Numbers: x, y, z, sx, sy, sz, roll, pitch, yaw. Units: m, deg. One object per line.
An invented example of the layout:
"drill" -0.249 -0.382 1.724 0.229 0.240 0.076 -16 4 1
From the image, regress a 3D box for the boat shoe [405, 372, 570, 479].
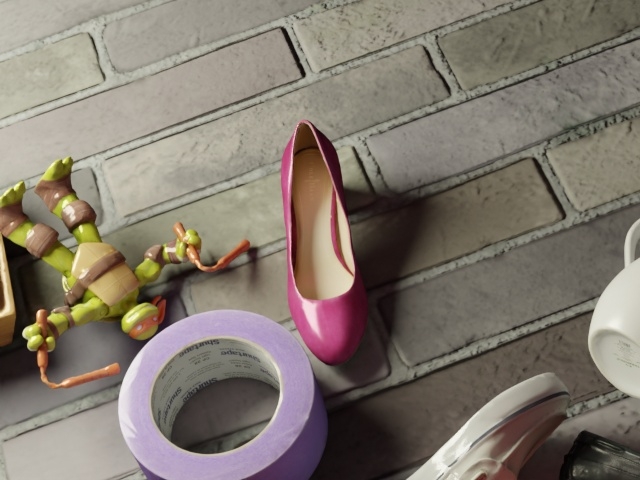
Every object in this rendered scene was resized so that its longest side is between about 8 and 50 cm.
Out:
"boat shoe" 0.133 0.229 1.374 0.267 0.096 0.088 -37 61 -13

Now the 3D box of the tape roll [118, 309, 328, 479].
"tape roll" -0.091 0.165 1.471 0.189 0.080 0.189 -5 56 7

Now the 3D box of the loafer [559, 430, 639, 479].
"loafer" 0.320 0.218 1.352 0.223 0.076 0.078 12 67 23

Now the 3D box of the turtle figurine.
"turtle figurine" -0.221 0.021 1.576 0.269 0.087 0.217 -37 82 -28

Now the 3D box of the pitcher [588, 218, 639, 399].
"pitcher" 0.328 0.049 1.455 0.207 0.125 0.178 -39 36 -27

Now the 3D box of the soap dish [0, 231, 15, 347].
"soap dish" -0.462 0.044 1.605 0.291 0.118 0.229 -18 54 -1

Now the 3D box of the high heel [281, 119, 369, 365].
"high heel" 0.000 0.000 1.542 0.082 0.117 0.244 -5 55 8
